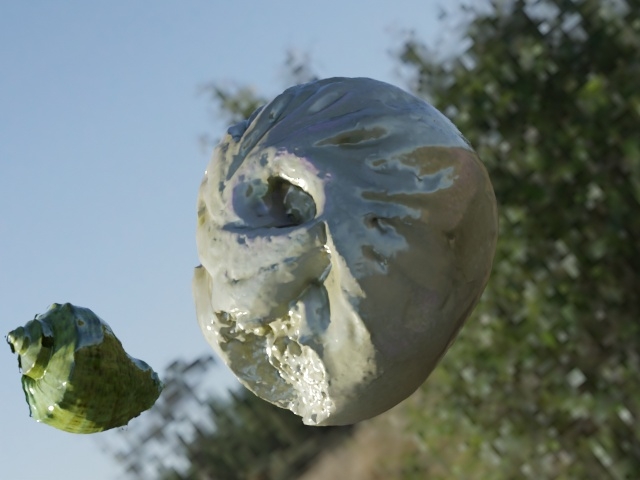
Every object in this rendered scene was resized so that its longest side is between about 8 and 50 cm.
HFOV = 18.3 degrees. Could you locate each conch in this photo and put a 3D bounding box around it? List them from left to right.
[{"bbox_3d":[-0.172,0.095,1.411,0.089,0.121,0.074,-59,22,7],"label":"conch"}]

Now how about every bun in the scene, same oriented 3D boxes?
[{"bbox_3d":[0.000,0.000,1.103,0.128,0.178,0.193,44,-121,-50],"label":"bun"}]
